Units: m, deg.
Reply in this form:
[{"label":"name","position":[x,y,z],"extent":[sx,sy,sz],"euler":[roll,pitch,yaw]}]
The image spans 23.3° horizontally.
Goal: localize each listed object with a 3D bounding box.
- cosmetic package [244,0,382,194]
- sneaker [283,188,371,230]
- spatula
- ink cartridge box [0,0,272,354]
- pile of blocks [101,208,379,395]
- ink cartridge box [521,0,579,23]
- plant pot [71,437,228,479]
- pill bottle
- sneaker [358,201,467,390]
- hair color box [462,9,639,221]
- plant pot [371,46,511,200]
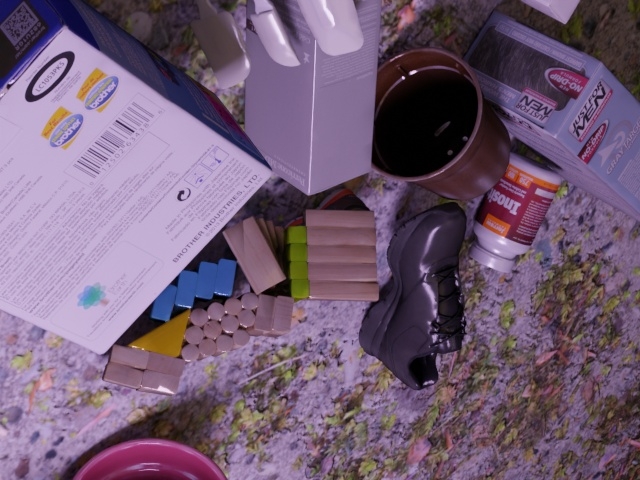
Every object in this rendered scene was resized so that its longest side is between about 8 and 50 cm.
[{"label":"cosmetic package","position":[-0.011,-0.185,1.694],"extent":[0.107,0.127,0.238],"euler":[-20,127,-35]},{"label":"sneaker","position":[0.000,0.000,1.881],"extent":[0.158,0.065,0.061],"euler":[-45,140,-15]},{"label":"spatula","position":[-0.070,-0.272,1.543],"extent":[0.019,0.168,0.242],"euler":[-74,146,-52]},{"label":"ink cartridge box","position":[-0.266,-0.084,1.435],"extent":[0.270,0.151,0.395],"euler":[-46,144,8]},{"label":"pile of blocks","position":[-0.099,0.066,1.803],"extent":[0.362,0.149,0.112],"euler":[-25,178,-14]},{"label":"ink cartridge box","position":[0.248,-0.339,1.857],"extent":[0.092,0.143,0.090],"euler":[-59,157,6]},{"label":"plant pot","position":[-0.203,0.363,1.833],"extent":[0.201,0.201,0.180],"euler":[-32,151,-28]},{"label":"pill bottle","position":[0.262,-0.037,2.117],"extent":[0.086,0.086,0.152],"euler":[10,108,-49]},{"label":"sneaker","position":[0.145,0.074,2.000],"extent":[0.109,0.130,0.286],"euler":[-18,140,-31]},{"label":"hair color box","position":[0.348,-0.149,2.050],"extent":[0.374,0.185,0.114],"euler":[30,93,-52]},{"label":"plant pot","position":[0.148,-0.128,1.883],"extent":[0.167,0.167,0.165],"euler":[-58,149,1]}]
